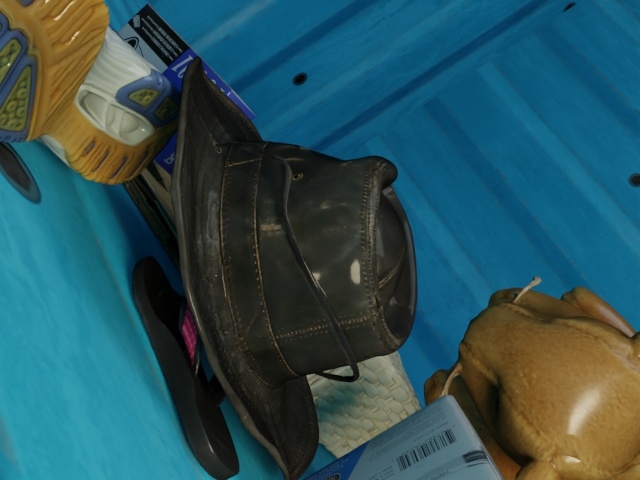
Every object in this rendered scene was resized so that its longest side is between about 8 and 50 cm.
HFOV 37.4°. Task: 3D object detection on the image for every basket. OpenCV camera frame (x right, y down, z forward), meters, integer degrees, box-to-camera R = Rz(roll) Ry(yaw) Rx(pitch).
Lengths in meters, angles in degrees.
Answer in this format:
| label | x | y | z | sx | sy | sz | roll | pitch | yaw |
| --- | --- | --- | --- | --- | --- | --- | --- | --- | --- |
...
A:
| label | x | y | z | sx | sy | sz | roll | pitch | yaw |
| --- | --- | --- | --- | --- | --- | --- | --- | --- | --- |
| basket | 0.020 | 0.131 | 0.938 | 0.167 | 0.113 | 0.103 | 54 | 6 | -49 |

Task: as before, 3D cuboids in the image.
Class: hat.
| label | x | y | z | sx | sy | sz | roll | pitch | yaw |
| --- | --- | --- | --- | --- | --- | --- | --- | --- | --- |
| hat | 0.000 | 0.000 | 0.689 | 0.331 | 0.134 | 0.331 | -16 | 90 | -82 |

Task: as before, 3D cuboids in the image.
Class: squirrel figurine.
| label | x | y | z | sx | sy | sz | roll | pitch | yaw |
| --- | --- | --- | --- | --- | --- | --- | --- | --- | --- |
| squirrel figurine | 0.275 | 0.198 | 0.848 | 0.397 | 0.281 | 0.370 | 46 | -6 | 24 |

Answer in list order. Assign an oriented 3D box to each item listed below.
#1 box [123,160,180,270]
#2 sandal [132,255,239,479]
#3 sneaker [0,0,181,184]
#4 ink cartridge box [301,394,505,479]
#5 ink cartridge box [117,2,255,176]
| label | x | y | z | sx | sy | sz | roll | pitch | yaw |
| --- | --- | --- | --- | --- | --- | --- | --- | --- | --- |
| box | -0.143 | -0.032 | 0.915 | 0.164 | 0.021 | 0.201 | 57 | 3 | 3 |
| sandal | -0.077 | 0.073 | 0.607 | 0.067 | 0.040 | 0.179 | 54 | 4 | -46 |
| sneaker | -0.189 | -0.126 | 0.565 | 0.131 | 0.112 | 0.296 | 43 | -6 | 16 |
| ink cartridge box | 0.060 | 0.193 | 0.590 | 0.082 | 0.140 | 0.190 | 58 | 3 | -15 |
| ink cartridge box | -0.154 | -0.148 | 0.930 | 0.207 | 0.097 | 0.046 | 47 | 1 | 42 |
